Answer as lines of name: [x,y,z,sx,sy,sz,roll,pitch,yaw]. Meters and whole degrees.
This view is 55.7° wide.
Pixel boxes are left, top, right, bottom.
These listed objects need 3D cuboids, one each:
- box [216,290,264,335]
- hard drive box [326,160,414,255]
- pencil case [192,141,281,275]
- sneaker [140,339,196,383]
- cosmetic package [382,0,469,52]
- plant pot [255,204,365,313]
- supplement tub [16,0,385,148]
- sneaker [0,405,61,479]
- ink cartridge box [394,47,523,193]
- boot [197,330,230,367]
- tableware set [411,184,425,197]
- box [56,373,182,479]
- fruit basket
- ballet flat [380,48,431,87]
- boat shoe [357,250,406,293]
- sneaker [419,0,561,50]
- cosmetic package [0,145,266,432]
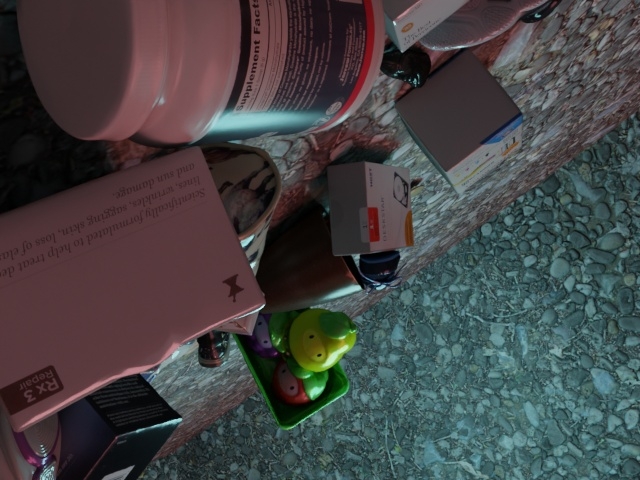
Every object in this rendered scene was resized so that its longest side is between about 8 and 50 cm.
box: [-0.234,0.077,0.866,0.323,0.067,0.063,2,150,27]
hard drive box: [0.110,-0.065,1.270,0.089,0.181,0.232,-3,-178,30]
pencil case: [-0.180,0.013,0.981,0.183,0.160,0.410,-37,168,-27]
sneaker: [-0.380,0.245,1.208,0.182,0.127,0.315,-47,179,10]
cosmetic package: [0.182,-0.358,0.792,0.239,0.060,0.099,-36,163,9]
plant pot: [-0.051,0.068,1.359,0.230,0.215,0.215,-28,165,7]
supplement tub: [-0.089,-0.182,0.526,0.272,0.191,0.191,-17,157,-46]
sneaker: [-0.456,0.220,0.807,0.152,0.305,0.114,-30,175,5]
ink cartridge box: [0.277,-0.221,1.185,0.171,0.168,0.232,-38,165,11]
boot: [-0.233,0.127,1.277,0.085,0.236,0.179,-6,124,-5]
tableware set: [0.209,-0.102,1.684,0.141,0.020,0.169,-21,161,-32]
box: [-0.442,0.305,0.966,0.296,0.294,0.182,-53,160,6]
fruit basket: [-0.067,0.309,1.708,0.282,0.392,0.392,-27,163,-24]
ballet flat: [0.142,-0.285,0.986,0.173,0.049,0.058,-10,119,-63]
boat shoe: [0.138,0.068,1.344,0.109,0.089,0.258,-4,180,7]
sneaker: [0.273,-0.355,0.907,0.268,0.101,0.153,-26,179,14]
cosmetic package: [-0.240,0.028,0.614,0.217,0.156,0.385,-26,-168,-27]
